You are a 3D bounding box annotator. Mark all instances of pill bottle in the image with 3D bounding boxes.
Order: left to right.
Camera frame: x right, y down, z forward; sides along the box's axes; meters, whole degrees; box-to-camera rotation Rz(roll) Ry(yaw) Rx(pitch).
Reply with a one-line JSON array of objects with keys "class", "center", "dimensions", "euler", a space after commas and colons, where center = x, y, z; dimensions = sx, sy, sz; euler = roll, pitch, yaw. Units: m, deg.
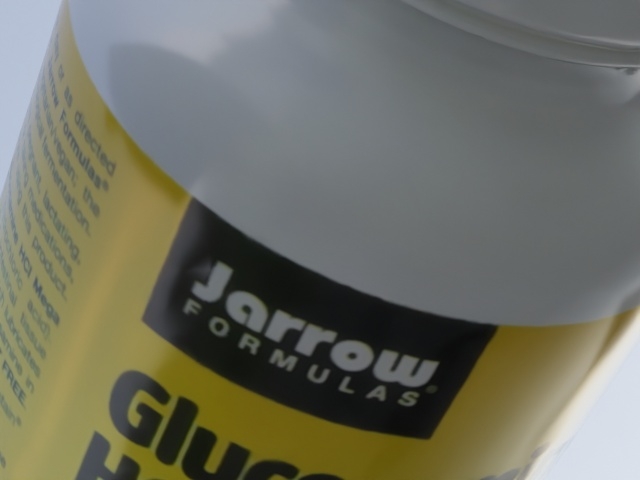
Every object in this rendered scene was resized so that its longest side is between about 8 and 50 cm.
[{"class": "pill bottle", "center": [0.000, 0.000, 0.503], "dimensions": [0.188, 0.188, 0.334], "euler": [-10, -40, -35]}]
